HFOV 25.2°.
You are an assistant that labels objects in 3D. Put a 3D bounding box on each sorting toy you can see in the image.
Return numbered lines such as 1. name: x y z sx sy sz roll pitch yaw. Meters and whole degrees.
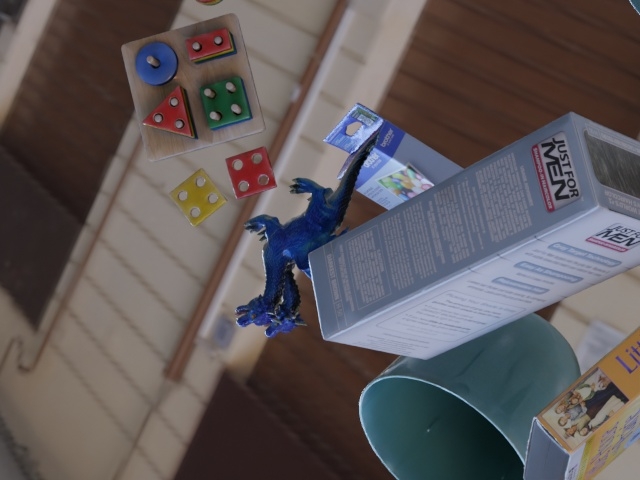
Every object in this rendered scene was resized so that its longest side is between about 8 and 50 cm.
1. sorting toy: -0.138 -0.157 1.526 0.132 0.274 0.046 -15 175 7

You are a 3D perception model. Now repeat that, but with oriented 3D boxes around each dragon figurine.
1. dragon figurine: 0.000 0.000 1.820 0.144 0.289 0.085 54 -175 27

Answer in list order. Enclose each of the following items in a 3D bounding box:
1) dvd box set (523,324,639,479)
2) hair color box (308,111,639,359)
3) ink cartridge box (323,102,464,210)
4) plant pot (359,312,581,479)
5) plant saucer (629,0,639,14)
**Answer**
1. dvd box set: 0.408 0.125 1.625 0.062 0.420 0.307 47 169 20
2. hair color box: 0.187 0.008 1.564 0.185 0.374 0.113 15 -123 -45
3. ink cartridge box: 0.151 -0.093 2.317 0.311 0.065 0.186 34 159 -7
4. plant pot: 0.243 0.232 2.069 0.293 0.293 0.235 29 -127 23
5. plant saucer: 0.344 -0.337 1.267 0.043 0.317 0.317 -6 -161 -18
